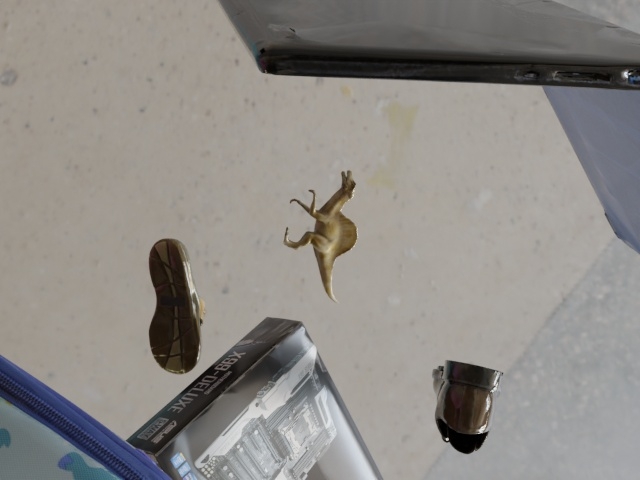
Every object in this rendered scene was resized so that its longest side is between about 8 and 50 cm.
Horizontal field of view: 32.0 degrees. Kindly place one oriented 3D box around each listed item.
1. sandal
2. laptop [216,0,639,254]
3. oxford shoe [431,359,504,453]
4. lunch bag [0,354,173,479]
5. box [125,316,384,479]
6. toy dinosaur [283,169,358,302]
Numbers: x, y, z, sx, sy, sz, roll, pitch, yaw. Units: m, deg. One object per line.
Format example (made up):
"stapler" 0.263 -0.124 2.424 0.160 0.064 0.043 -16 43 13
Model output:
"sandal" -0.169 0.079 1.349 0.072 0.049 0.180 9 111 27
"laptop" 0.127 -0.052 0.811 0.408 0.382 0.236 1 109 -11
"oxford shoe" 0.160 0.192 1.271 0.083 0.096 0.227 10 172 11
"lunch bag" -0.129 0.143 0.458 0.176 0.090 0.219 29 139 19
"box" -0.058 0.284 1.316 0.077 0.242 0.307 3 125 50
"toy dinosaur" 0.000 0.000 1.416 0.093 0.053 0.183 9 109 -1
